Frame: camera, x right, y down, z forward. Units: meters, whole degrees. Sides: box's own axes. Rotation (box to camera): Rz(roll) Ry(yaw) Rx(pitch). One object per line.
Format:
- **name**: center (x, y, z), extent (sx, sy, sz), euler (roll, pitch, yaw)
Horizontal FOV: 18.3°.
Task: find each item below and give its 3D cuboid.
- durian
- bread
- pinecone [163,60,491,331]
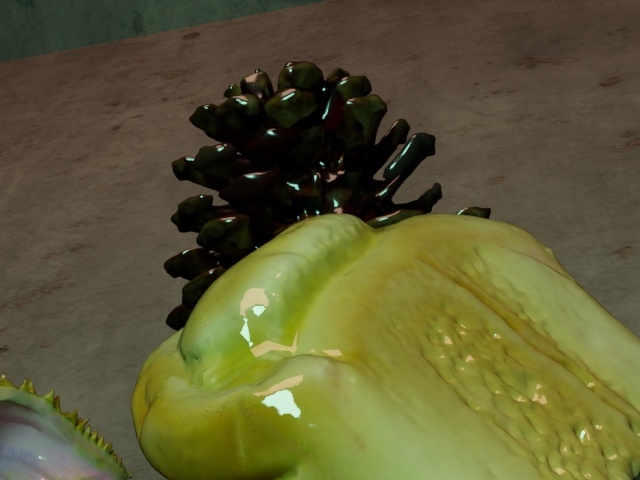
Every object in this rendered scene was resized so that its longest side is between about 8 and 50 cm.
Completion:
- **durian**: center (-0.227, 0.171, 1.319), extent (0.132, 0.165, 0.182), euler (31, 69, 20)
- **bread**: center (0.037, 0.117, 1.074), extent (0.270, 0.211, 0.315), euler (40, 33, 13)
- **pinecone**: center (0.003, -0.001, 1.409), extent (0.246, 0.292, 0.246), euler (-17, -22, -7)
